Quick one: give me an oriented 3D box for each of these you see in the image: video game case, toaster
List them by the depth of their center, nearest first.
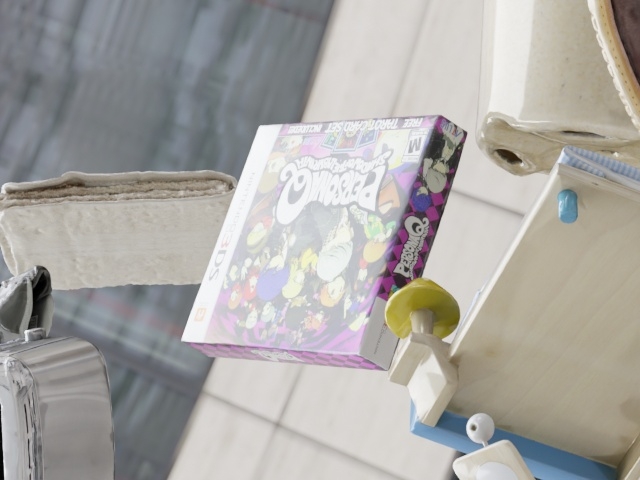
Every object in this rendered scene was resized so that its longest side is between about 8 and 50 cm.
[{"bbox_3d":[0.000,0.000,1.612,0.042,0.232,0.210,31,-109,-37],"label":"video game case"},{"bbox_3d":[-0.264,0.190,1.697,0.146,0.129,0.227,1,-94,-65],"label":"toaster"}]

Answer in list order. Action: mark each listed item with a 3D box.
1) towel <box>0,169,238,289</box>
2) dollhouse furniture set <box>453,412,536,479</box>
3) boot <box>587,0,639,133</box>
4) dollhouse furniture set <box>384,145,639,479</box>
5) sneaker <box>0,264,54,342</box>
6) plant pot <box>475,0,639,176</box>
[{"bbox_3d":[-0.223,-0.009,2.193,0.187,0.282,0.049,85,-176,-58],"label":"towel"},{"bbox_3d":[0.042,0.120,0.718,0.081,0.114,0.091,56,-145,-9],"label":"dollhouse furniture set"},{"bbox_3d":[0.313,-0.113,1.286,0.248,0.207,0.090,51,-158,-24],"label":"boot"},{"bbox_3d":[0.219,-0.013,1.107,0.198,0.303,0.286,-83,14,-52],"label":"dollhouse furniture set"},{"bbox_3d":[-0.342,0.053,2.008,0.132,0.228,0.086,-38,-31,3],"label":"sneaker"},{"bbox_3d":[0.262,-0.202,1.628,0.334,0.334,0.305,33,-114,-62],"label":"plant pot"}]
